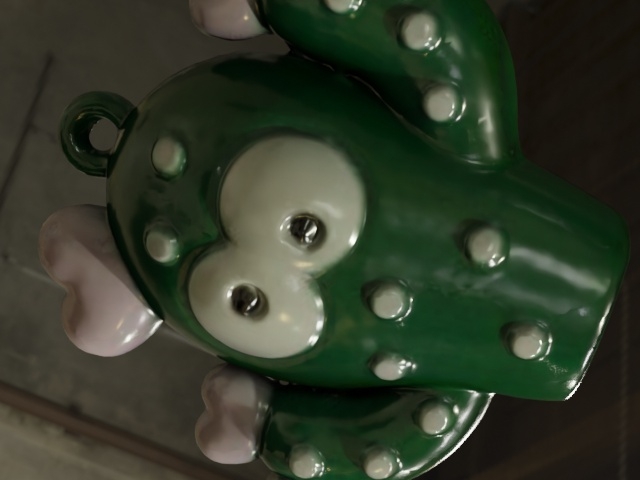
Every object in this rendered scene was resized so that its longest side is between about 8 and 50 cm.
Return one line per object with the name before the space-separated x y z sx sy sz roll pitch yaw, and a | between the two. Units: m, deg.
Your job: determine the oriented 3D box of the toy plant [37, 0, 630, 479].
toy plant | 0.000 -0.005 0.587 0.232 0.243 0.112 -45 -175 18
